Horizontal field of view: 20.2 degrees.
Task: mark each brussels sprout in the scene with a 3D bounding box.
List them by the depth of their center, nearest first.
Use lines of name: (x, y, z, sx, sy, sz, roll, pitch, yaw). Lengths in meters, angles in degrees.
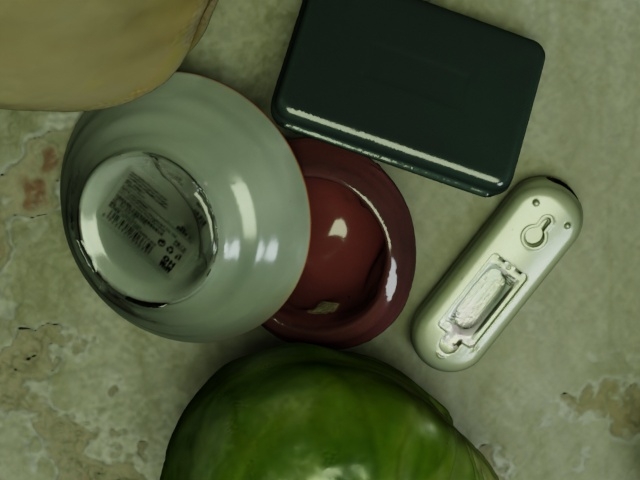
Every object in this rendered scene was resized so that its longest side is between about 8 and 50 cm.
brussels sprout: (0.014, 0.248, 1.668, 0.355, 0.281, 0.289, 16, 98, -32)

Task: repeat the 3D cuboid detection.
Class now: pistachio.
pistachio: (-0.242, -0.278, 1.520, 0.445, 0.281, 0.365, -19, 115, 18)

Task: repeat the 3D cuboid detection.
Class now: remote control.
remote control: (0.169, 0.035, 1.729, 0.078, 0.042, 0.221, 36, 103, -10)

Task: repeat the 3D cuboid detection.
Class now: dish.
dish: (-0.143, -0.019, 1.632, 0.260, 0.085, 0.260, 6, 107, 21)

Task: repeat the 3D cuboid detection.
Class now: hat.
hat: (0.000, 0.000, 1.684, 0.205, 0.089, 0.205, 5, 108, 15)

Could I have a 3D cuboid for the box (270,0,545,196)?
box: (0.080, -0.142, 1.633, 0.230, 0.050, 0.160, 19, 73, -7)
